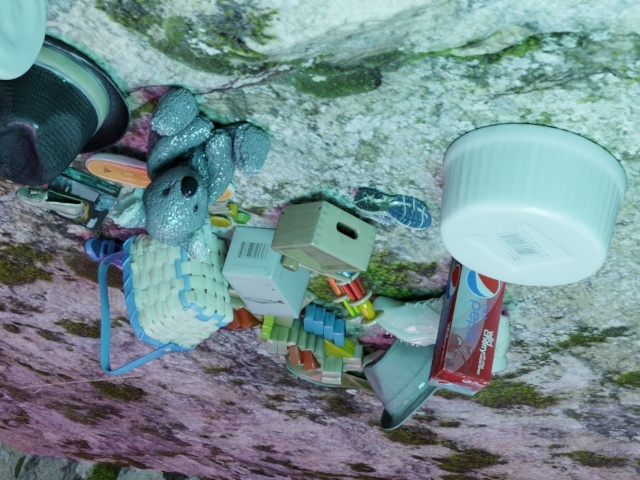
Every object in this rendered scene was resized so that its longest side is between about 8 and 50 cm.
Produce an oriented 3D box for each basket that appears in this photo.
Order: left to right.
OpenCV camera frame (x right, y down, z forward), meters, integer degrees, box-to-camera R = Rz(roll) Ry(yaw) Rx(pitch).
[{"bbox_3d":[-0.318,0.112,2.078,0.289,0.254,0.201,-18,154,23],"label":"basket"}]

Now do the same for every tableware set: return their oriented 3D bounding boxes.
[{"bbox_3d":[-0.212,-0.052,1.984,0.154,0.024,0.104,-3,157,29],"label":"tableware set"}]

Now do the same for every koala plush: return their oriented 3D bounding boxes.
[{"bbox_3d":[-0.219,-0.085,1.693,0.196,0.221,0.203,25,153,-20],"label":"koala plush"}]

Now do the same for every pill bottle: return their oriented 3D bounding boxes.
[{"bbox_3d":[-0.557,-0.319,1.460,0.319,0.176,0.176,7,153,15],"label":"pill bottle"}]

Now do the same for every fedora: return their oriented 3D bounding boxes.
[{"bbox_3d":[-0.467,-0.187,1.702,0.334,0.152,0.334,12,154,6],"label":"fedora"},{"bbox_3d":[0.173,0.259,2.191,0.124,0.275,0.243,43,109,2],"label":"fedora"}]

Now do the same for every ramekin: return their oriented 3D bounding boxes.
[{"bbox_3d":[0.310,-0.042,1.594,0.277,0.135,0.277,12,154,6],"label":"ramekin"}]

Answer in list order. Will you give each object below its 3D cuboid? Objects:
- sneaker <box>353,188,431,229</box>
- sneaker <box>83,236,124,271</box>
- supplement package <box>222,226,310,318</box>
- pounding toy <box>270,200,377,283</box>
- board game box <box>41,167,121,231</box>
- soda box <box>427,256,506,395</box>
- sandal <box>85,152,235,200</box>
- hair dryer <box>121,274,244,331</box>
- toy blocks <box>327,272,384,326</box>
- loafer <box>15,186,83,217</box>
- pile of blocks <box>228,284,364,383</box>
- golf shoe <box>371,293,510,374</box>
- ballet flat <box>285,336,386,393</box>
[{"bbox_3d":[0.122,-0.049,1.790,0.135,0.052,0.058,20,164,6],"label":"sneaker"},{"bbox_3d":[-0.425,0.027,2.223,0.144,0.053,0.059,24,155,-37],"label":"sneaker"},{"bbox_3d":[-0.102,0.063,2.058,0.105,0.105,0.179,4,152,21],"label":"supplement package"},{"bbox_3d":[0.004,0.004,1.911,0.181,0.094,0.206,27,161,-33],"label":"pounding toy"},{"bbox_3d":[-0.467,-0.080,2.059,0.126,0.026,0.186,23,153,-16],"label":"board game box"},{"bbox_3d":[0.255,0.122,1.802,0.083,0.263,0.092,17,154,-6],"label":"soda box"},{"bbox_3d":[-0.286,-0.086,1.872,0.265,0.076,0.102,10,157,-4],"label":"sandal"},{"bbox_3d":[-0.279,0.124,2.344,0.294,0.080,0.224,30,169,-20],"label":"hair dryer"},{"bbox_3d":[0.051,0.091,2.073,0.148,0.054,0.123,59,161,-16],"label":"toy blocks"},{"bbox_3d":[-0.510,-0.080,2.011,0.125,0.045,0.039,18,137,-21],"label":"loafer"},{"bbox_3d":[-0.048,0.195,2.226,0.362,0.112,0.149,29,131,-19],"label":"pile of blocks"},{"bbox_3d":[0.237,0.150,2.071,0.306,0.140,0.115,21,-160,29],"label":"golf shoe"},{"bbox_3d":[0.095,0.282,2.405,0.342,0.116,0.124,21,133,-12],"label":"ballet flat"}]
